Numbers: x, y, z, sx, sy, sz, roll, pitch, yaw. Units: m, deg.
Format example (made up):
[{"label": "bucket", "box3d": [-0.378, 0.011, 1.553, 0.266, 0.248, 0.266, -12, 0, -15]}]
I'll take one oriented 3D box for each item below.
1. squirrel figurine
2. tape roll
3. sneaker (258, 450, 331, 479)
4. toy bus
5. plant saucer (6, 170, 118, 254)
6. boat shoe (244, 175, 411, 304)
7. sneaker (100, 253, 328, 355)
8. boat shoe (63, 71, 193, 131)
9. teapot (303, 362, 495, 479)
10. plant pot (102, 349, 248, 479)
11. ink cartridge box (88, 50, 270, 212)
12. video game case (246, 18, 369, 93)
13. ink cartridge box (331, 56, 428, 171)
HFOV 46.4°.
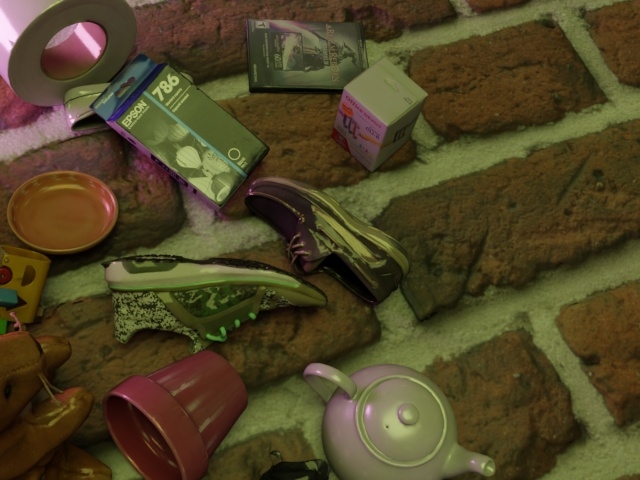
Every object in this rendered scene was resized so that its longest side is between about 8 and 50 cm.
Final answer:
[{"label": "squirrel figurine", "box3d": [-0.533, 0.269, 1.077, 0.396, 0.370, 0.281, -18, 68, -17]}, {"label": "tape roll", "box3d": [-0.507, -0.402, 1.470, 0.286, 0.286, 0.100, -34, 72, -22]}, {"label": "sneaker", "box3d": [0.004, 0.449, 1.219, 0.268, 0.101, 0.153, 27, 64, 7]}, {"label": "toy bus", "box3d": [-0.540, 0.108, 1.305, 0.104, 0.202, 0.191, 15, 49, -36]}, {"label": "plant saucer", "box3d": [-0.486, -0.049, 1.417, 0.199, 0.037, 0.200, 7, 50, -9]}, {"label": "boat shoe", "box3d": [0.000, 0.000, 1.431, 0.355, 0.132, 0.130, 28, 63, 7]}, {"label": "sneaker", "box3d": [-0.193, 0.125, 1.364, 0.410, 0.158, 0.182, 4, 94, -8]}, {"label": "boat shoe", "box3d": [-0.389, -0.280, 1.534, 0.267, 0.096, 0.088, -10, 70, -12]}, {"label": "teapot", "box3d": [0.121, 0.311, 1.261, 0.256, 0.187, 0.253, -11, 65, -13]}, {"label": "plant pot", "box3d": [-0.226, 0.282, 1.230, 0.201, 0.201, 0.180, 42, 49, 13]}, {"label": "ink cartridge box", "box3d": [-0.278, -0.222, 1.477, 0.332, 0.065, 0.165, 38, 77, -5]}, {"label": "video game case", "box3d": [-0.029, -0.418, 1.697, 0.274, 0.026, 0.196, -1, 64, -8]}, {"label": "ink cartridge box", "box3d": [0.119, -0.260, 1.553, 0.128, 0.176, 0.127, 43, 65, 14]}]
